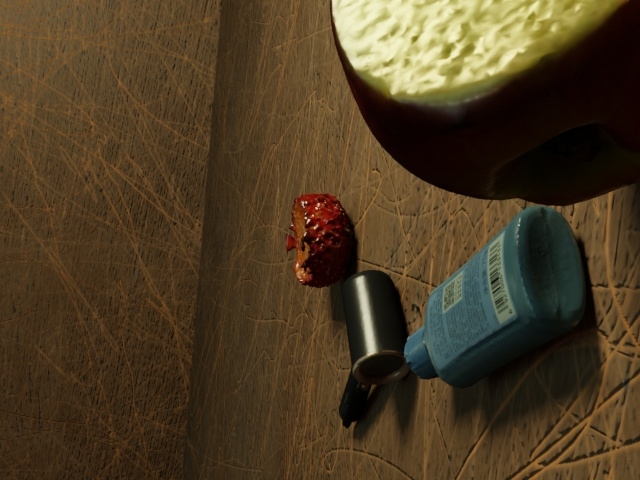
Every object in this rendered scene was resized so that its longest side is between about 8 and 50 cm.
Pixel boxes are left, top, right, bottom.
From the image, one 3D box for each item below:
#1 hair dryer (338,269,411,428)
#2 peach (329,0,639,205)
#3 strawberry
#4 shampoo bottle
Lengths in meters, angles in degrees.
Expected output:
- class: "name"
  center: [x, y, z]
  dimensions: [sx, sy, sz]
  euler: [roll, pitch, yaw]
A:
- class: "hair dryer"
  center: [0.048, 0.157, 1.101]
  dimensions: [0.255, 0.070, 0.128]
  euler: [105, 162, -50]
- class: "peach"
  center: [0.134, -0.161, 0.525]
  dimensions: [0.245, 0.248, 0.275]
  euler: [44, -133, -76]
- class: "strawberry"
  center: [0.000, 0.000, 1.259]
  dimensions: [0.145, 0.086, 0.145]
  euler: [-175, 90, -76]
- class: "shampoo bottle"
  center: [0.142, 0.067, 0.771]
  dimensions: [0.258, 0.061, 0.104]
  euler: [126, 145, -62]
